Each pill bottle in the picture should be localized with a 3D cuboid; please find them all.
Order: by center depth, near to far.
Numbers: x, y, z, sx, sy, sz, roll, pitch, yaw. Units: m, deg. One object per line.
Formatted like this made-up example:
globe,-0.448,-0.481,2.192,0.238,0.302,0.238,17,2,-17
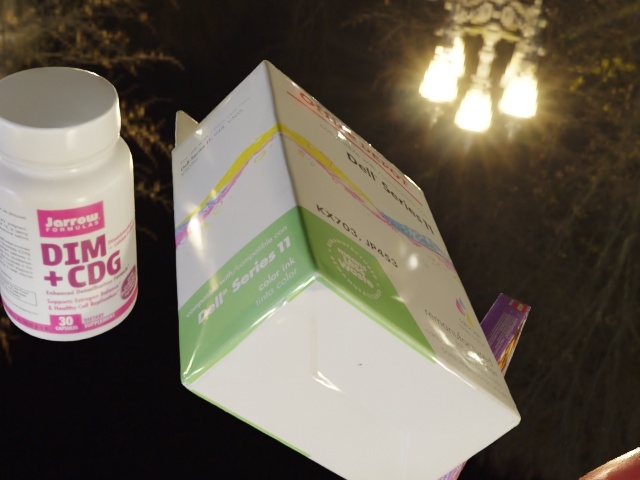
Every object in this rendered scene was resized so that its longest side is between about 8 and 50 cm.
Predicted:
pill bottle,-0.290,-0.039,1.041,0.160,0.283,0.160,4,-142,-3

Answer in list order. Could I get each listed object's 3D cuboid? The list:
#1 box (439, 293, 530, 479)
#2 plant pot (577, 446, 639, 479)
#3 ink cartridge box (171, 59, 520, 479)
box,0.239,0.254,1.468,0.057,0.293,0.201,25,-141,18
plant pot,0.161,0.177,0.336,0.191,0.191,0.174,-2,-138,-17
ink cartridge box,0.000,0.000,0.715,0.207,0.119,0.353,37,-158,-31
